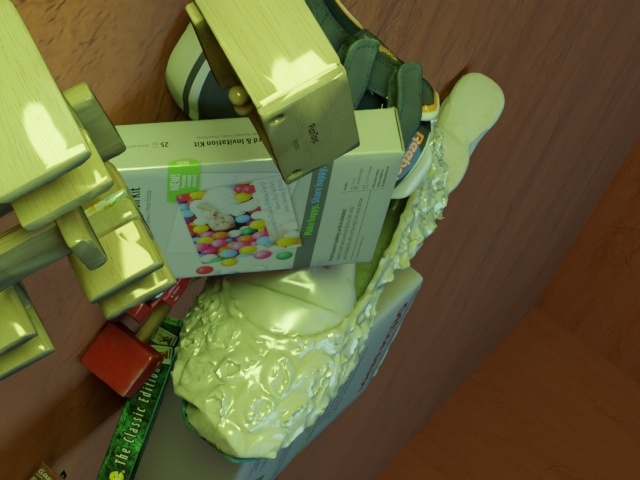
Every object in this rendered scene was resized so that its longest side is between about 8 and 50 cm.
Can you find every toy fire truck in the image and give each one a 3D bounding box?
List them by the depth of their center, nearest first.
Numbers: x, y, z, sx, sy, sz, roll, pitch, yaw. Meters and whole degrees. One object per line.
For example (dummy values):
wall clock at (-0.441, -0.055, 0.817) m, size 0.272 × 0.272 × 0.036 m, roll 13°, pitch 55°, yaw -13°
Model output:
toy fire truck at (-0.112, 0.022, 1.064) m, size 0.192 × 0.047 × 0.135 m, roll -51°, pitch 167°, yaw -7°

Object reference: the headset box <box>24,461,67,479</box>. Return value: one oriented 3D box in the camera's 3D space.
headset box at (-0.239, 0.225, 1.192) m, size 0.083 × 0.032 × 0.062 m, roll -48°, pitch 167°, yaw -19°

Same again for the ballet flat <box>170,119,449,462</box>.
ballet flat at (0.000, 0.000, 1.175) m, size 0.409 × 0.147 × 0.147 m, roll -56°, pitch 174°, yaw -48°

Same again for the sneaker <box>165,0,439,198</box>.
sneaker at (0.007, -0.096, 0.995) m, size 0.126 × 0.127 × 0.321 m, roll -53°, pitch 165°, yaw 8°

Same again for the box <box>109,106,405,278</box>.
box at (-0.049, -0.027, 0.929) m, size 0.186 × 0.038 × 0.145 m, roll -3°, pitch 151°, yaw -10°

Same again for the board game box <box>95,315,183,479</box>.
board game box at (-0.166, 0.196, 1.150) m, size 0.136 × 0.030 × 0.260 m, roll 109°, pitch -2°, yaw -47°

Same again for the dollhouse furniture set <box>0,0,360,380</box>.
dollhouse furniture set at (-0.127, -0.070, 0.688) m, size 0.242 × 0.161 × 0.212 m, roll -29°, pitch 164°, yaw -3°

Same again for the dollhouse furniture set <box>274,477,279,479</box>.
dollhouse furniture set at (-0.151, 0.310, 1.545) m, size 0.201 × 0.152 × 0.374 m, roll 96°, pitch 17°, yaw -64°

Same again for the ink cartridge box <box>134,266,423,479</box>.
ink cartridge box at (-0.044, 0.131, 1.413) m, size 0.278 × 0.117 × 0.201 m, roll -40°, pitch 162°, yaw -40°

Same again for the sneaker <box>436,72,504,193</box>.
sneaker at (0.114, -0.083, 1.495) m, size 0.212 × 0.080 × 0.094 m, roll -44°, pitch 176°, yaw -34°
